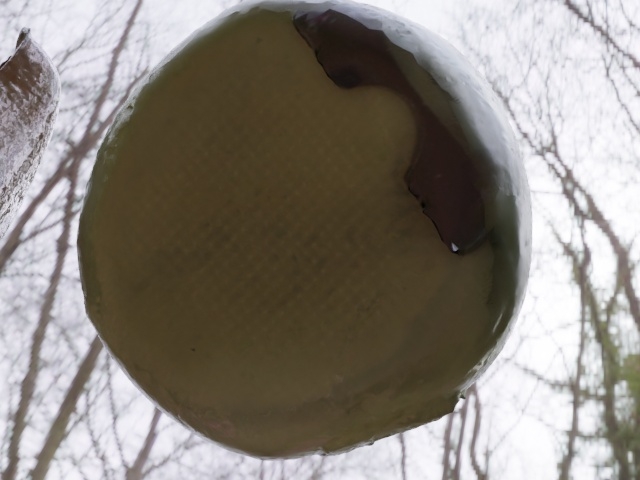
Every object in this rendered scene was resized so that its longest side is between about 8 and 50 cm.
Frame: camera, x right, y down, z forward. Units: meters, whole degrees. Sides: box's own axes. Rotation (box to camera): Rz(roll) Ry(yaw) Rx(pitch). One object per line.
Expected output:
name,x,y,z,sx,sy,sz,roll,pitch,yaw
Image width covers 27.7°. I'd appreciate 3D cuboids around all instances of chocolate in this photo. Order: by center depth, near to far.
chocolate,-0.255,-0.015,0.885,0.083,0.261,0.161,39,-40,-15

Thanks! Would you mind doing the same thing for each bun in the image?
bun,0.000,0.000,0.829,0.293,0.187,0.293,-6,-105,21
